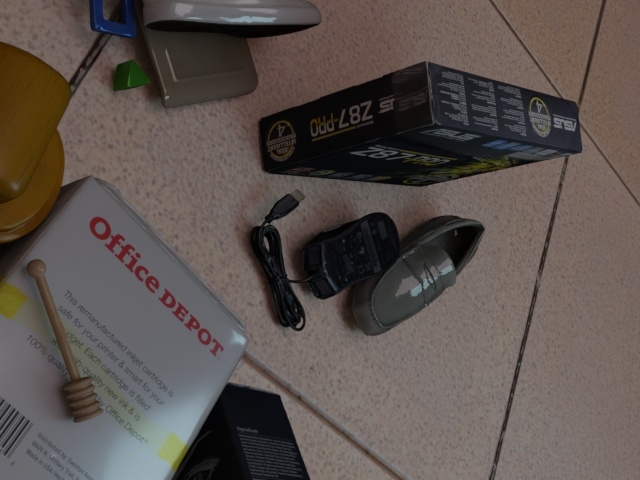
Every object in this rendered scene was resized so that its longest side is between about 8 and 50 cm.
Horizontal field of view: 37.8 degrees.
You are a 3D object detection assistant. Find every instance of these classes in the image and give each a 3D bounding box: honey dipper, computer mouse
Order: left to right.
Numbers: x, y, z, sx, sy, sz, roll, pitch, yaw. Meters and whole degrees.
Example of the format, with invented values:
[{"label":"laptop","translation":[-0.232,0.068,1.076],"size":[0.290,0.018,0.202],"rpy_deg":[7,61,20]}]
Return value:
[{"label":"honey dipper","translation":[-0.247,0.094,0.893],"size":[0.030,0.030,0.160],"rpy_deg":[-21,94,-47]},{"label":"computer mouse","translation":[0.000,0.000,1.398],"size":[0.262,0.060,0.184],"rpy_deg":[-33,109,-34]}]

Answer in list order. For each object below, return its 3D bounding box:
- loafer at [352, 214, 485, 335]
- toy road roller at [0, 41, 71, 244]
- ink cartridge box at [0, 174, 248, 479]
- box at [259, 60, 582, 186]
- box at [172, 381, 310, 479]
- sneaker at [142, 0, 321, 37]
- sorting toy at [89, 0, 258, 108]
[{"label":"loafer","translation":[0.162,0.046,1.516],"size":[0.319,0.112,0.112],"rpy_deg":[-44,112,-43]},{"label":"toy road roller","translation":[-0.388,-0.124,0.875],"size":[0.329,0.241,0.202],"rpy_deg":[38,55,-35]},{"label":"ink cartridge box","translation":[-0.284,0.167,0.975],"size":[0.279,0.160,0.384],"rpy_deg":[50,50,-25]},{"label":"box","translation":[0.157,-0.160,1.410],"size":[0.395,0.318,0.097],"rpy_deg":[2,79,-47]},{"label":"box","translation":[-0.101,0.293,1.087],"size":[0.108,0.153,0.207],"rpy_deg":[21,35,-41]},{"label":"sneaker","translation":[-0.109,-0.340,1.252],"size":[0.290,0.106,0.123],"rpy_deg":[-7,92,-47]},{"label":"sorting toy","translation":[-0.178,-0.286,1.285],"size":[0.348,0.047,0.195],"rpy_deg":[-20,99,-47]}]
